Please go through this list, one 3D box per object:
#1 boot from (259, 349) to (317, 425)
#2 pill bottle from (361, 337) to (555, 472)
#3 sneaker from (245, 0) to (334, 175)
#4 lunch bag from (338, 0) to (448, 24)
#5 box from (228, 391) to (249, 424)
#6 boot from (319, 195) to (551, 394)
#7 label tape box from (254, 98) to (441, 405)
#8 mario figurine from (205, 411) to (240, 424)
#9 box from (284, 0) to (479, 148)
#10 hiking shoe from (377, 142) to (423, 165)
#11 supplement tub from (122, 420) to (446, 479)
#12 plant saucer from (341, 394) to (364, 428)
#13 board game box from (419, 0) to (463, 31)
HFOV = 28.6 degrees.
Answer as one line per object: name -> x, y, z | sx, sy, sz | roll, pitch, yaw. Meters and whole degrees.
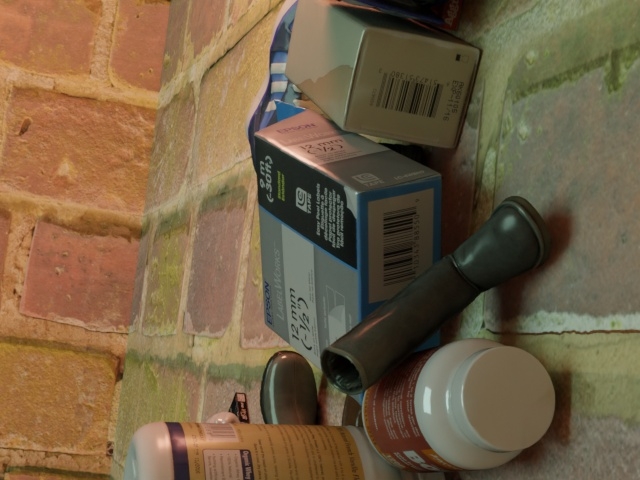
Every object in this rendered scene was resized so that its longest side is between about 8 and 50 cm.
boot -> -0.018, 0.277, 1.692 | 0.161, 0.083, 0.246 | -176, 87, -68
pill bottle -> 0.129, 0.156, 1.179 | 0.216, 0.121, 0.121 | 149, 128, -69
sneaker -> -0.002, -0.189, 1.790 | 0.323, 0.130, 0.236 | -64, 34, 34
lunch bag -> 0.034, -0.381, 1.334 | 0.385, 0.328, 0.239 | -29, 54, 58
box -> -0.141, 0.312, 2.140 | 0.083, 0.018, 0.067 | -102, 27, -48
boot -> 0.103, 0.055, 1.178 | 0.076, 0.208, 0.189 | 56, 156, 14
label tape box -> 0.000, 0.000, 1.440 | 0.348, 0.115, 0.249 | 31, 130, 52
mario figurine -> -0.160, 0.392, 1.896 | 0.198, 0.170, 0.320 | 52, 152, 19
box -> 0.064, -0.216, 1.525 | 0.311, 0.148, 0.121 | -125, 45, -68
hiking shoe -> 0.044, -0.090, 1.575 | 0.227, 0.114, 0.086 | 162, 116, -71
supplement tub -> -0.042, 0.305, 1.303 | 0.228, 0.316, 0.228 | -177, 90, -76
plant saucer -> 0.064, 0.221, 1.502 | 0.198, 0.036, 0.198 | -172, 90, -72
board game box -> 0.116, -0.358, 1.572 | 0.281, 0.027, 0.145 | -138, 56, -62
